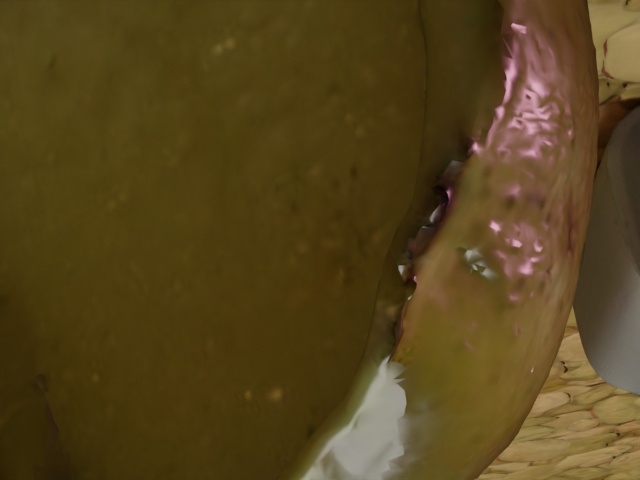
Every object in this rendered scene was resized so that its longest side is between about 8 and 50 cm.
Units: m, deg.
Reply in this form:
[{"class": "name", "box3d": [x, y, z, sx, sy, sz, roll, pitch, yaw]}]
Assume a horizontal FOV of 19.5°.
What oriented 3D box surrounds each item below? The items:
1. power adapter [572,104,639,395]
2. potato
[{"class": "power adapter", "box3d": [0.247, -0.012, 1.047, 0.187, 0.124, 0.255, -11, 160, -3]}, {"class": "potato", "box3d": [0.000, 0.000, 0.727, 0.330, 0.280, 0.213, -27, 152, 37]}]
